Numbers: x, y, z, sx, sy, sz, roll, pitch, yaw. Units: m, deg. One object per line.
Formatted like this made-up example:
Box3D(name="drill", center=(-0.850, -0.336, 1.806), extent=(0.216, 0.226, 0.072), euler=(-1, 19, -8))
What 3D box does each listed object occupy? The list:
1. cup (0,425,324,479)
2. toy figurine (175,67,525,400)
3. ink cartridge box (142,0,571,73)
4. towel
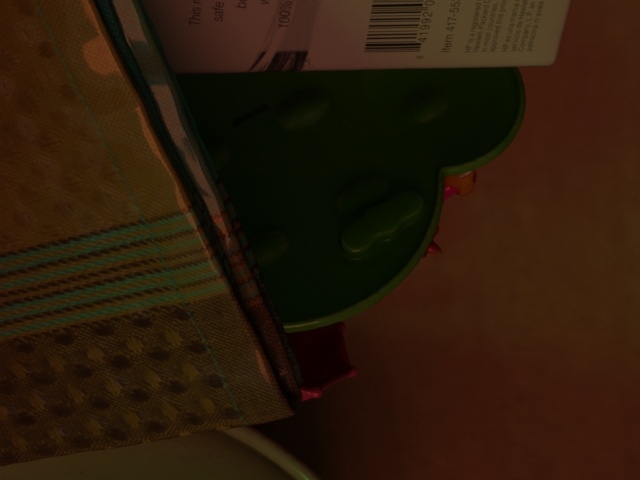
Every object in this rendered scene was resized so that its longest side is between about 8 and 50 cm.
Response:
Box3D(name="cup", center=(-0.089, 0.247, 0.861), extent=(0.331, 0.331, 0.237), euler=(-16, 166, 8))
Box3D(name="toy figurine", center=(0.000, 0.000, 0.731), extent=(0.173, 0.130, 0.159), euler=(-29, 157, -14))
Box3D(name="ink cartridge box", center=(-0.008, -0.129, 0.572), extent=(0.191, 0.082, 0.139), euler=(-1, 139, -7))
Box3D(name="towel", center=(-0.185, -0.065, 0.539), extent=(0.271, 0.040, 0.370), euler=(-11, 125, 18))
